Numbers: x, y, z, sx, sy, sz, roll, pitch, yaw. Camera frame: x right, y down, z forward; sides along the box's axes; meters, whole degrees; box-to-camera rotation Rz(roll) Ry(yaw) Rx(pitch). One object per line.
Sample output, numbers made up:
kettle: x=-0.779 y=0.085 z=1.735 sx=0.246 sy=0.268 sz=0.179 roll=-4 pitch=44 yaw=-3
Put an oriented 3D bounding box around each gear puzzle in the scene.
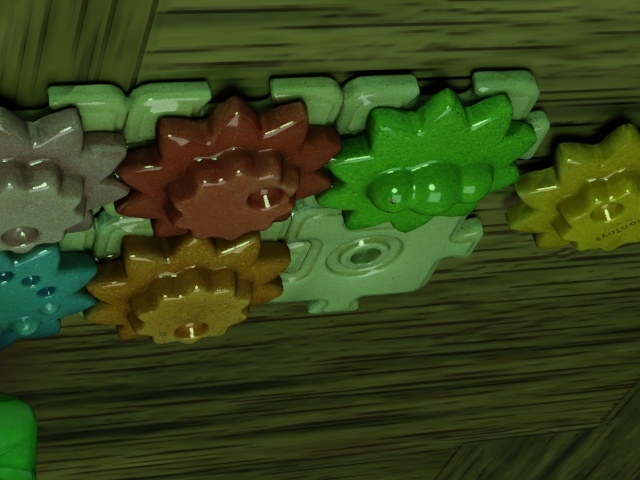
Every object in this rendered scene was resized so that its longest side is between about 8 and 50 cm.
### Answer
gear puzzle: x=0.000 y=0.000 z=0.690 sx=0.339 sy=0.044 sz=0.175 roll=-4 pitch=150 yaw=-19

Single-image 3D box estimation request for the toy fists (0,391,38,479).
toy fists: x=-0.239 y=0.109 z=0.652 sx=0.279 sy=0.142 sz=0.096 roll=-9 pitch=145 yaw=15
